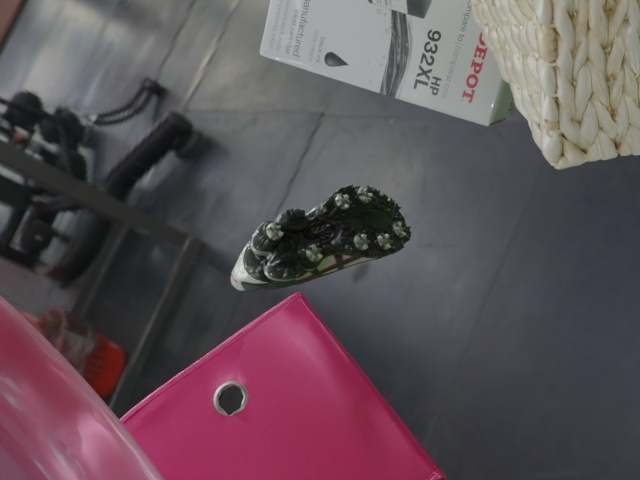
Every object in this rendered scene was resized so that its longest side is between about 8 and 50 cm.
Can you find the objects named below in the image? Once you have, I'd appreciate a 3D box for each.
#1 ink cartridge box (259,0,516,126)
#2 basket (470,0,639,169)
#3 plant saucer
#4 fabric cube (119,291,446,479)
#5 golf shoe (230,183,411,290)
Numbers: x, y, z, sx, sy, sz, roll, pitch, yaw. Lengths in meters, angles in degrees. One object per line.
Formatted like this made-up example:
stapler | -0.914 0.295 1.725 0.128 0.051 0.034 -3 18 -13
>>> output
ink cartridge box | 0.107 -0.290 1.194 0.307 0.129 0.223 20 109 17
basket | 0.277 -0.288 0.852 0.266 0.328 0.331 -11 39 3
plant saucer | -0.184 0.123 0.547 0.084 0.332 0.332 -41 34 -4
fabric cube | -0.023 0.265 1.047 0.254 0.259 0.258 -35 56 -7
golf shoe | 0.000 0.000 1.320 0.120 0.272 0.105 -36 72 49
